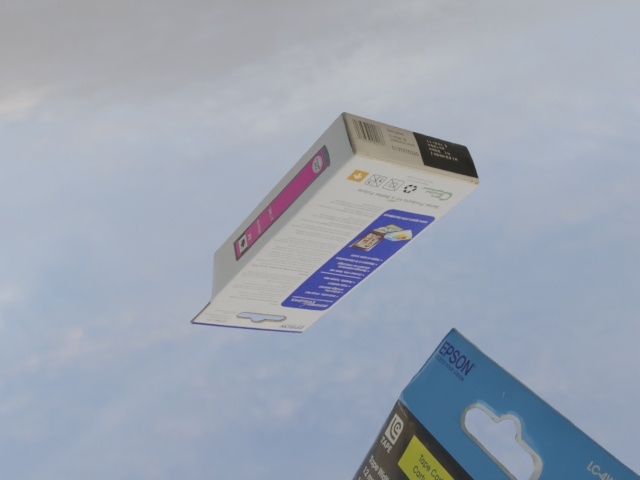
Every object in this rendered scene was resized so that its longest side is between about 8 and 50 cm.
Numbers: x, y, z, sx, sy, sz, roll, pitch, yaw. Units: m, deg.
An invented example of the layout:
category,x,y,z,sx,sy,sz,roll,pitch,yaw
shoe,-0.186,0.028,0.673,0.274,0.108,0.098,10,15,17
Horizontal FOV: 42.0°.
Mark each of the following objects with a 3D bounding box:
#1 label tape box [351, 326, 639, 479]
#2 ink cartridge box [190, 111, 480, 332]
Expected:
category,x,y,z,sx,sy,sz,roll,pitch,yaw
label tape box,0.093,0.269,0.588,0.348,0.115,0.249,-59,-154,4
ink cartridge box,0.000,0.000,0.989,0.175,0.371,0.069,9,-129,-34
